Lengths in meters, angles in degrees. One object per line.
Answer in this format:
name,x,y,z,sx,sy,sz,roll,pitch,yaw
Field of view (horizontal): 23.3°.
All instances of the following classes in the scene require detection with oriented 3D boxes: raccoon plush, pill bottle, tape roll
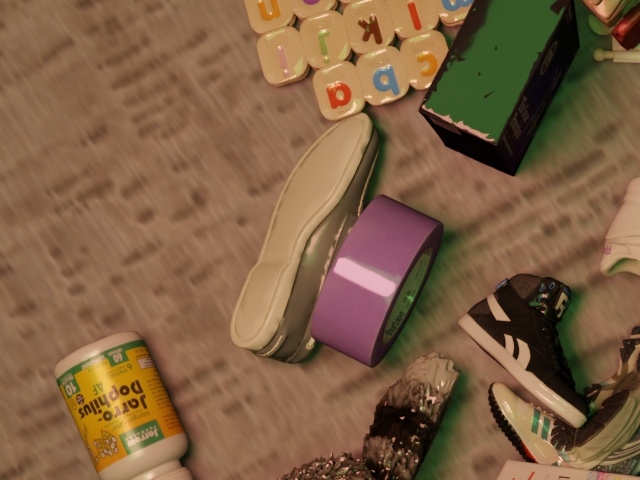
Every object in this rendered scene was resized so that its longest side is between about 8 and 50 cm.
raccoon plush,-0.058,0.298,1.823,0.299,0.216,0.446,23,60,12
pill bottle,-0.231,0.225,1.880,0.117,0.117,0.208,-26,81,8
tape roll,0.066,0.047,1.801,0.080,0.189,0.189,26,90,13

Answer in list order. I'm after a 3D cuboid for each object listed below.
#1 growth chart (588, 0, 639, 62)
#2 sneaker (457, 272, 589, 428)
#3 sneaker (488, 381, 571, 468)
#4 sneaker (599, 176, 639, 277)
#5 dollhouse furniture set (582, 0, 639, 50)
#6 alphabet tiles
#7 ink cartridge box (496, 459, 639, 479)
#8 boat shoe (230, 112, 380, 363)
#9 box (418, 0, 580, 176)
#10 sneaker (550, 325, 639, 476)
growth chart,0.415,-0.319,1.851,0.172,0.021,0.237,11,87,12
sneaker,0.257,0.109,1.771,0.121,0.079,0.217,-47,45,1
sneaker,0.264,0.223,1.822,0.075,0.057,0.161,-34,78,-11
sneaker,0.454,0.045,1.725,0.305,0.114,0.152,26,80,30
dollhouse furniture set,0.303,-0.346,1.681,0.152,0.374,0.201,-46,77,11
alphabet tiles,0.052,-0.294,1.910,0.284,0.021,0.278,-18,73,8
ink cartridge box,0.269,0.353,1.672,0.353,0.207,0.119,3,124,30
boat shoe,0.000,0.000,1.883,0.099,0.116,0.319,30,81,-32
box,0.208,-0.187,1.757,0.103,0.261,0.184,25,90,12
sneaker,0.392,0.176,1.785,0.283,0.110,0.122,-41,114,-8
